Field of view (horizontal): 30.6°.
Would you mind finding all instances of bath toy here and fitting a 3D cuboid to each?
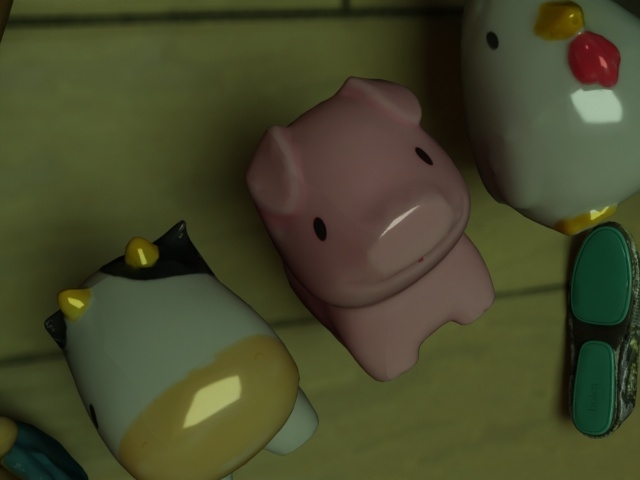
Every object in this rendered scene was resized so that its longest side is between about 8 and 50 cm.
[{"bbox_3d":[0.000,0.000,0.468,0.348,0.151,0.129,-36,104,-12],"label":"bath toy"}]

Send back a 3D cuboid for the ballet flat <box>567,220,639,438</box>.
[{"bbox_3d":[0.152,0.046,0.618,0.041,0.041,0.114,0,98,-25],"label":"ballet flat"}]

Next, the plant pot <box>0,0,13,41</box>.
[{"bbox_3d":[-0.196,-0.062,0.347,0.237,0.237,0.254,41,66,-24],"label":"plant pot"}]

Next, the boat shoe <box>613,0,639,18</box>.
[{"bbox_3d":[0.227,-0.179,0.589,0.302,0.114,0.091,-24,66,-16],"label":"boat shoe"}]
